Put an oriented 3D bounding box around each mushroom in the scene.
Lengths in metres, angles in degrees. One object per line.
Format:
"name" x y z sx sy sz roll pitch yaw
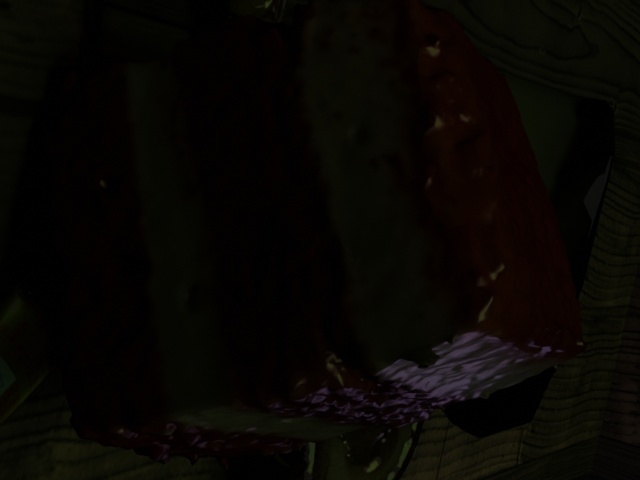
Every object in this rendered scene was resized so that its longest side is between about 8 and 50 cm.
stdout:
"mushroom" 0.006 0.188 1.525 0.231 0.138 0.194 -31 145 -43

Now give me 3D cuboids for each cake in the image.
"cake" 0.000 0.000 1.106 0.269 0.319 0.270 23 55 -65

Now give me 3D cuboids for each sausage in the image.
"sausage" -0.265 0.135 0.956 0.371 0.082 0.082 -51 146 -46

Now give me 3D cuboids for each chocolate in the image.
"chocolate" 0.082 -0.011 1.391 0.314 0.297 0.326 102 1 -81

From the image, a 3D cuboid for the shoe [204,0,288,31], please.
"shoe" -0.060 -0.193 1.234 0.072 0.069 0.109 -105 -158 -54
